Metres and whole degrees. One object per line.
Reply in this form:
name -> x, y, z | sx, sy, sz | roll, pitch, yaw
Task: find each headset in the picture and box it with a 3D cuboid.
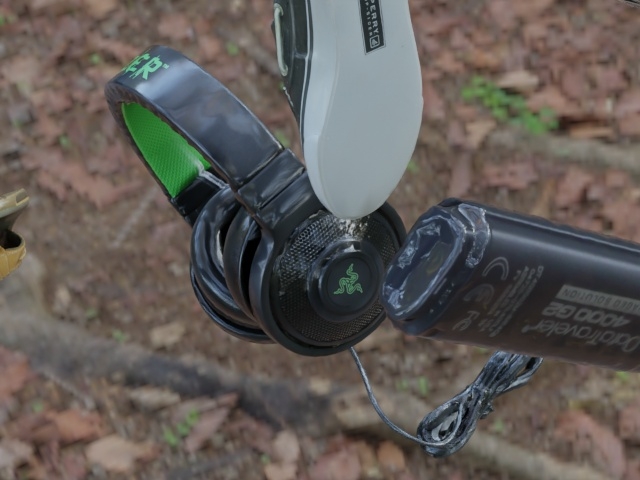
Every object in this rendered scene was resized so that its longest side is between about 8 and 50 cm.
headset -> 0.000, 0.000, 1.412 | 0.185, 0.394, 0.243 | -41, 11, -13

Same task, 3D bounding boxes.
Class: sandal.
sandal -> -0.240, 0.013, 1.301 | 0.072, 0.180, 0.049 | -31, 82, -31

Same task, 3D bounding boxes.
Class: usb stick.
usb stick -> 0.134, 0.029, 0.947 | 0.077, 0.278, 0.045 | -54, 53, 20

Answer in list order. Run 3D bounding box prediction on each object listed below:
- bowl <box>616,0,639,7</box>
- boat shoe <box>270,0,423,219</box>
bowl -> 0.072, -0.127, 0.451 | 0.080, 0.170, 0.170 | -4, 39, 50
boat shoe -> 0.011, -0.119, 1.087 | 0.078, 0.219, 0.070 | -19, 33, -30
